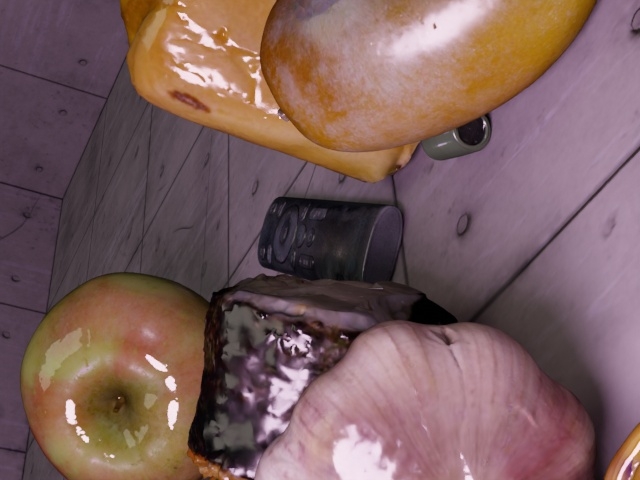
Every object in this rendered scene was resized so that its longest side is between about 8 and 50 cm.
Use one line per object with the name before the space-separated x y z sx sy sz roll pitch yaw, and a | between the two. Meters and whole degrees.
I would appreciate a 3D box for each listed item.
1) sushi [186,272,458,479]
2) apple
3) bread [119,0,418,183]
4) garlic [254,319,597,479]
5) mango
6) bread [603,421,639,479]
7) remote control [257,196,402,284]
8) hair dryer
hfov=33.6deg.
sushi | 0.009 0.134 0.956 0.348 0.234 0.208 9 -90 -79
apple | -0.256 0.201 1.489 0.277 0.319 0.319 -11 -61 -82
bread | -0.036 -0.292 1.209 0.250 0.394 0.361 -88 17 -70
garlic | 0.097 0.186 0.699 0.253 0.245 0.245 -144 71 -69
mango | 0.109 -0.219 0.975 0.384 0.199 0.221 -34 60 28
bread | 0.228 0.167 0.617 0.177 0.084 0.119 -129 58 -70
remote control | 0.000 0.000 1.341 0.377 0.044 0.107 11 82 68
hair dryer | 0.151 -0.156 1.085 0.071 0.047 0.150 -8 62 65
